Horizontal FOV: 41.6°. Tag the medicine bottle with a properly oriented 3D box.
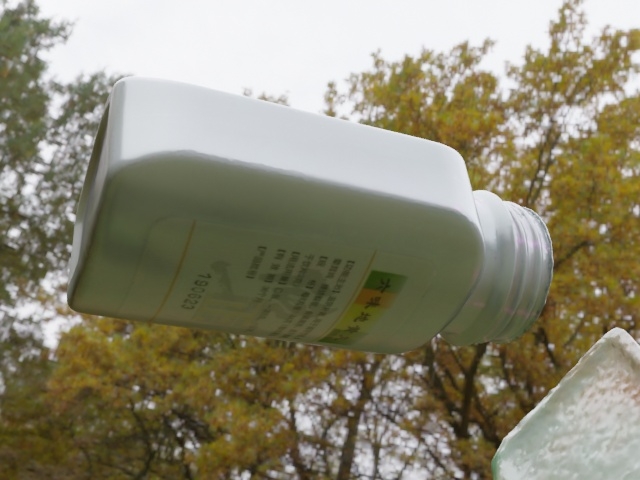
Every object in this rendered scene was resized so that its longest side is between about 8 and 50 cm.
[{"bbox_3d":[0.000,0.000,0.592,0.324,0.124,0.179,11,-42,-20],"label":"medicine bottle"}]

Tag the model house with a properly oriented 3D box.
[{"bbox_3d":[0.358,0.274,0.775,0.280,0.312,0.245,40,-82,-12],"label":"model house"}]
